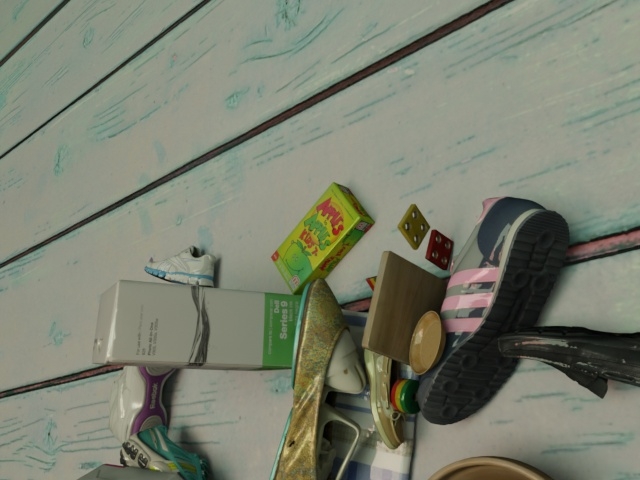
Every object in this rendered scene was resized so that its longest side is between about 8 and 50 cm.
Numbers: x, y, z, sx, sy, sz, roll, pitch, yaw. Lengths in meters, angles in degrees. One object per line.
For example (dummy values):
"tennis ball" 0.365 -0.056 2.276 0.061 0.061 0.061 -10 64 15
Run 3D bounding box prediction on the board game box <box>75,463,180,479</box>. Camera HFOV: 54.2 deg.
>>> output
"board game box" -0.309 0.556 1.088 0.224 0.097 0.303 -10 97 39

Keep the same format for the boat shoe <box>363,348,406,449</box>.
"boat shoe" 0.099 0.214 0.882 0.048 0.056 0.153 -18 64 21

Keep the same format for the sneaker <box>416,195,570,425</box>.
"sneaker" 0.209 0.090 0.838 0.319 0.112 0.131 -64 26 11

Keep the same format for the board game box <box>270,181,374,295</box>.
"board game box" 0.000 0.000 1.064 0.181 0.043 0.092 -49 52 21

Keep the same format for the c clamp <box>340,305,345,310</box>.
"c clamp" 0.011 0.179 1.029 0.137 0.022 0.160 -51 51 12

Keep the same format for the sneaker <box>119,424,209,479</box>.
"sneaker" -0.240 0.432 1.129 0.275 0.110 0.107 37 122 23

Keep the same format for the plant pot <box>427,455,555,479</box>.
"plant pot" 0.224 0.373 0.731 0.237 0.110 0.237 -11 73 38

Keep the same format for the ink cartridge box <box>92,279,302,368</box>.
"ink cartridge box" -0.200 0.144 1.001 0.211 0.289 0.121 -23 62 61

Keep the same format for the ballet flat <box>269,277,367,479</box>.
"ballet flat" 0.008 0.232 0.898 0.123 0.123 0.348 10 89 42

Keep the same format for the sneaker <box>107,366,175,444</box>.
"sneaker" -0.372 0.271 1.276 0.152 0.114 0.305 13 88 41

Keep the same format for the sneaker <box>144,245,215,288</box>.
"sneaker" -0.284 0.050 1.294 0.191 0.071 0.082 6 77 34

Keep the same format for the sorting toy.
"sorting toy" 0.109 0.090 0.865 0.046 0.132 0.274 -4 66 48

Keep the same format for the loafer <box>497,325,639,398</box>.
"loafer" 0.315 0.141 0.715 0.223 0.076 0.078 2 91 27

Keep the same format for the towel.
"towel" 0.049 0.246 0.952 0.209 0.034 0.284 2 82 29

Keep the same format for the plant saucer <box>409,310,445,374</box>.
"plant saucer" 0.140 0.132 0.802 0.083 0.015 0.083 -162 90 -77
